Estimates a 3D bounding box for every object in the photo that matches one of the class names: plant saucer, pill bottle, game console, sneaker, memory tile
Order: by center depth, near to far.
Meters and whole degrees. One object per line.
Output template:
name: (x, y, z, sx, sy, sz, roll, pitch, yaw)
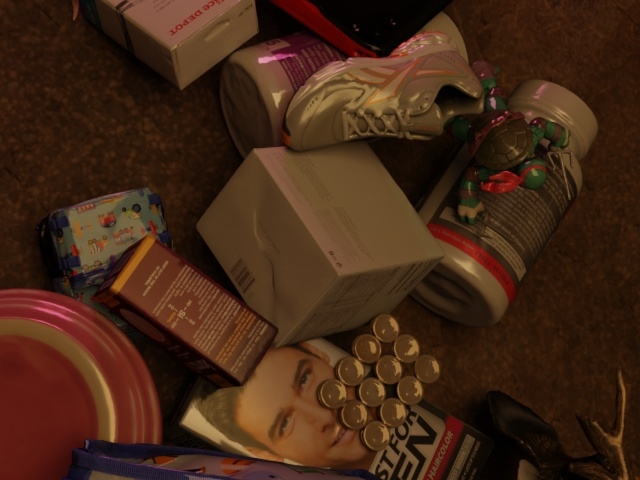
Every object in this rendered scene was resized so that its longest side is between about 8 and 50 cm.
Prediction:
plant saucer: (-0.347, 0.215, 1.604, 0.332, 0.084, 0.332, 0, 80, 2)
sneaker: (0.081, -0.160, 1.701, 0.262, 0.099, 0.121, -26, 55, -19)
memory tile: (0.072, 0.173, 1.750, 0.113, 0.012, 0.148, 44, 67, -7)
pill bottle: (0.035, -0.203, 1.850, 0.301, 0.169, 0.169, -20, 87, -24)
game console: (0.052, -0.420, 1.881, 0.342, 0.060, 0.386, 39, 57, 11)
pill bottle: (0.237, -0.057, 1.893, 0.176, 0.176, 0.318, 39, 69, -10)

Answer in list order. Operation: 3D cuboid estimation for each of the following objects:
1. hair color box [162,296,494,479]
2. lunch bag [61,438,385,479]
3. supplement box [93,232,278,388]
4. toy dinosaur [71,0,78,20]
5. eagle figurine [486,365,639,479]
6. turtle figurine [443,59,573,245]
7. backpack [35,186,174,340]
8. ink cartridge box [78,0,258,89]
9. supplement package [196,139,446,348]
hair color box: (0.009, 0.245, 1.777, 0.374, 0.113, 0.185, 31, 69, -12)
lunch bag: (-0.110, 0.393, 1.530, 0.385, 0.239, 0.328, 9, 87, -25)
supplement box: (-0.154, 0.084, 1.629, 0.188, 0.104, 0.081, 37, 72, -11)
toy dinosaur: (-0.333, -0.377, 1.819, 0.092, 0.053, 0.183, -33, 100, -6)
eagle figurine: (0.300, 0.301, 1.774, 0.225, 0.298, 0.226, 36, 68, -14)
turtle figurine: (0.228, -0.115, 1.764, 0.175, 0.118, 0.234, -27, 54, -7)
backpack: (-0.249, 0.037, 1.721, 0.158, 0.117, 0.173, -12, 86, -22)
ink cartridge box: (-0.192, -0.295, 1.782, 0.139, 0.082, 0.190, -40, 62, -23)
supplement package: (0.000, 0.000, 1.740, 0.203, 0.149, 0.194, -9, 58, -48)
